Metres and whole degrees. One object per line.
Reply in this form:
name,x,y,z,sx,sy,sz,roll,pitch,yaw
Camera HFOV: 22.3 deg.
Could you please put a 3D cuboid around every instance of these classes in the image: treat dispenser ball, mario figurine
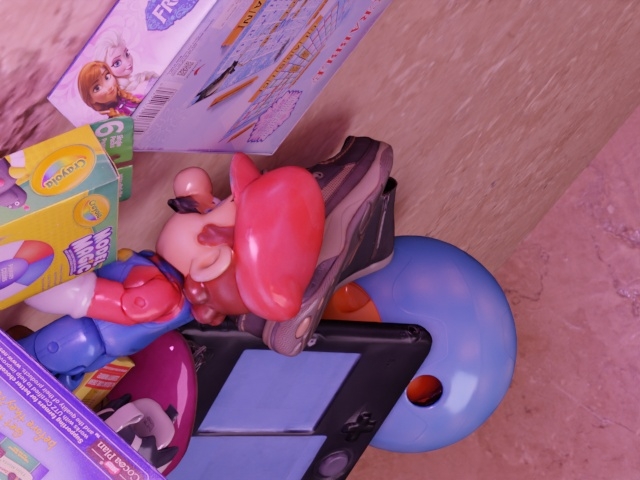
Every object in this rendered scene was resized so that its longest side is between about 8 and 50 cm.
treat dispenser ball,0.116,0.137,2.145,0.288,0.288,0.288,-45,166,-14
mario figurine,-0.147,0.018,1.338,0.320,0.170,0.198,-28,-154,9

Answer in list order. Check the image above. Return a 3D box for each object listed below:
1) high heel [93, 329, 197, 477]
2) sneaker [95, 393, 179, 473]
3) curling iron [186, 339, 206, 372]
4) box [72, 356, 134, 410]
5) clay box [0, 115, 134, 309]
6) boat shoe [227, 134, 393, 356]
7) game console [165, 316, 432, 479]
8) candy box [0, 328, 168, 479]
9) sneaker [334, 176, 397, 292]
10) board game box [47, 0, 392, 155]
high heel,-0.254,0.242,1.663,0.181,0.127,0.377,-21,146,-48
sneaker,-0.190,0.229,1.579,0.153,0.094,0.235,-40,147,-13
curling iron,-0.193,0.213,1.760,0.068,0.035,0.274,-18,143,-53
box,-0.281,0.182,1.528,0.232,0.058,0.087,-49,166,1
clay box,-0.219,-0.001,1.103,0.222,0.053,0.127,-23,158,-18
boat shoe,-0.020,-0.025,1.635,0.355,0.130,0.132,-60,175,-59
game console,-0.085,0.222,1.910,0.386,0.060,0.342,5,132,-39
candy box,-0.300,0.216,1.121,0.317,0.268,0.122,-40,159,-30
sneaker,0.000,0.000,1.903,0.222,0.083,0.118,-29,139,-37
board game box,-0.024,-0.205,1.242,0.319,0.066,0.318,-51,166,14
